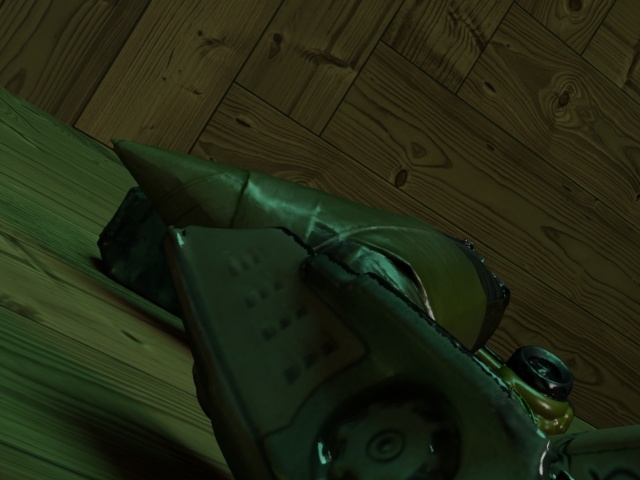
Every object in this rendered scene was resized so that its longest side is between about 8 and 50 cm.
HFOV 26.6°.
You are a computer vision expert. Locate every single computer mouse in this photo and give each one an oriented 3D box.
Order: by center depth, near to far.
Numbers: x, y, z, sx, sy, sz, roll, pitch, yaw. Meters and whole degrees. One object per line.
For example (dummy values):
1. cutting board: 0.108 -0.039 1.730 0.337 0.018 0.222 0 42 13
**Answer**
1. computer mouse: 0.002 0.095 0.667 0.389 0.115 0.199 37 -20 44

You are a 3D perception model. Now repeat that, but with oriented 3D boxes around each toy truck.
1. toy truck: 0.142 0.161 1.397 0.224 0.147 0.165 35 26 8

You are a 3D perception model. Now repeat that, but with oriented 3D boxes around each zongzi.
1. zongzi: 0.000 0.000 1.191 0.317 0.154 0.289 45 21 13

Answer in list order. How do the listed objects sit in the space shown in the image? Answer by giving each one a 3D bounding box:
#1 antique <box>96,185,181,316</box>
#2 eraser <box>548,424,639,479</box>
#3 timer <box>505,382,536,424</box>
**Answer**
1. antique: -0.114 0.025 1.254 0.183 0.086 0.088 31 2 -19
2. eraser: 0.185 0.165 0.666 0.171 0.087 0.290 62 -18 3
3. timer: 0.149 0.179 1.262 0.140 0.047 0.128 24 42 -29
